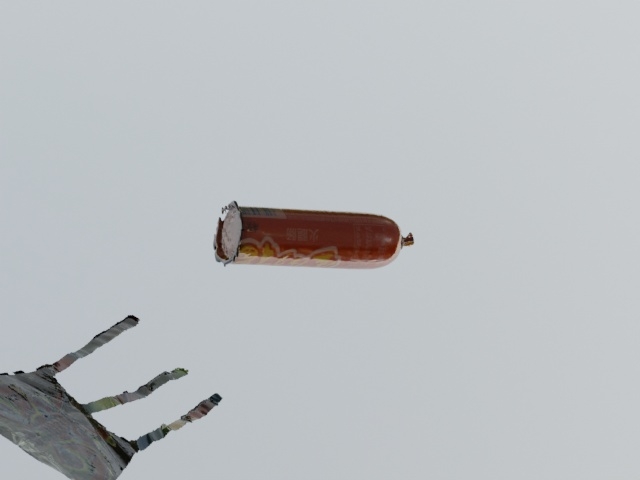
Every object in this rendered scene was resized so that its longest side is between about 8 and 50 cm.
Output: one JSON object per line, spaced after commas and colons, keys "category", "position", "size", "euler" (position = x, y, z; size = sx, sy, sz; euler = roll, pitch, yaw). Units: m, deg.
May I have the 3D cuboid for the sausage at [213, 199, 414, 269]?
{"category": "sausage", "position": [0.000, 0.000, 1.124], "size": [0.145, 0.050, 0.048], "euler": [2, -143, -26]}

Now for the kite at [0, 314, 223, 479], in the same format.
{"category": "kite", "position": [-0.176, 0.127, 1.227], "size": [0.152, 0.285, 0.015], "euler": [39, -127, -15]}
